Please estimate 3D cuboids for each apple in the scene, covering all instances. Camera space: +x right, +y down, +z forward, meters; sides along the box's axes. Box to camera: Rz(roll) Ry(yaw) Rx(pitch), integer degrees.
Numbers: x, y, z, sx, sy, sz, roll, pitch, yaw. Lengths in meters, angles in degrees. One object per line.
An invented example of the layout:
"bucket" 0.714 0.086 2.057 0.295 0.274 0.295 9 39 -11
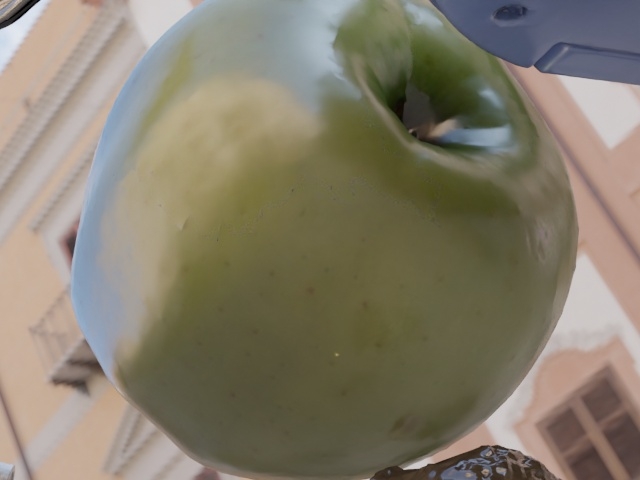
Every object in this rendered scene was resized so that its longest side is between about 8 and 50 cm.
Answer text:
"apple" 0.000 0.000 0.976 0.357 0.357 0.357 -21 -31 -13

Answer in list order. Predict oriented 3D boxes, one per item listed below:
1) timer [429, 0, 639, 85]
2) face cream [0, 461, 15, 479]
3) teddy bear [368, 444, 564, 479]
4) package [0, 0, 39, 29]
"timer" 0.197 -0.241 0.731 0.395 0.173 0.395 -4 -22 -2
"face cream" -0.302 0.176 1.066 0.130 0.034 0.034 11 -39 -3
"teddy bear" 0.070 0.179 0.666 0.177 0.190 0.140 10 -55 7
"package" -0.243 -0.186 0.947 0.171 0.173 0.027 -34 -42 14
